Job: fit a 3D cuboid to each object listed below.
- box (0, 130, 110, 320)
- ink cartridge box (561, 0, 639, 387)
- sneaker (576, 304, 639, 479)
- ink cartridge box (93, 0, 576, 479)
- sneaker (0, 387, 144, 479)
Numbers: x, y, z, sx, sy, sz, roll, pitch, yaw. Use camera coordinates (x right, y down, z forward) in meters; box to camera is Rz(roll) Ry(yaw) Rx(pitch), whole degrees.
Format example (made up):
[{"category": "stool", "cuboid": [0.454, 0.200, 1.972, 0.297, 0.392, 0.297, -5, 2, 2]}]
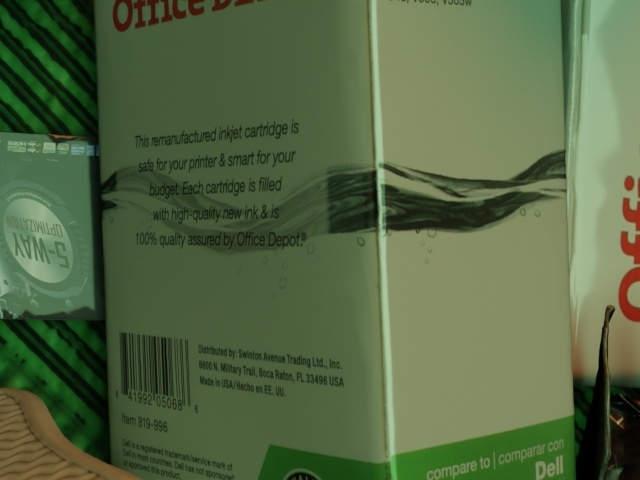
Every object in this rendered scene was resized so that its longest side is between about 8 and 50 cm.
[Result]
[{"category": "box", "cuboid": [-0.114, -0.005, 0.482, 0.083, 0.018, 0.067, 3, 90, -21]}, {"category": "ink cartridge box", "cuboid": [0.191, -0.049, 0.542, 0.278, 0.117, 0.201, 2, 93, -21]}, {"category": "sneaker", "cuboid": [0.111, 0.107, 0.450, 0.051, 0.089, 0.170, -4, 133, 12]}, {"category": "ink cartridge box", "cuboid": [0.000, 0.000, 0.448, 0.087, 0.153, 0.208, -4, 94, -39]}, {"category": "sneaker", "cuboid": [-0.071, 0.144, 0.381, 0.094, 0.256, 0.151, -18, 105, -14]}]
